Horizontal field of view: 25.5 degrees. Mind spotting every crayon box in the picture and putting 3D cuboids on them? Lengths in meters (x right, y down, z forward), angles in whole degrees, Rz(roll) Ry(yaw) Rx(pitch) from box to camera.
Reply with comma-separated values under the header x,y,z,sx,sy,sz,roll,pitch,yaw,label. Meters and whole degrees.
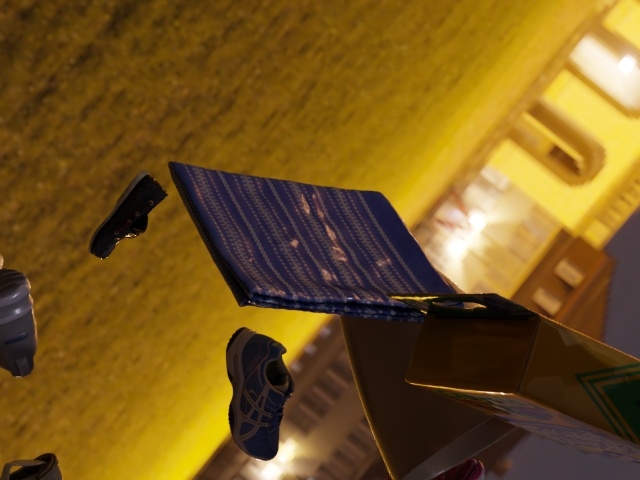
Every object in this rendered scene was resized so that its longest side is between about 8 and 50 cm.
x,y,z,sx,sy,sz,roll,pitch,yaw,label
0.235,0.147,1.437,0.203,0.323,0.083,-4,-116,62,crayon box

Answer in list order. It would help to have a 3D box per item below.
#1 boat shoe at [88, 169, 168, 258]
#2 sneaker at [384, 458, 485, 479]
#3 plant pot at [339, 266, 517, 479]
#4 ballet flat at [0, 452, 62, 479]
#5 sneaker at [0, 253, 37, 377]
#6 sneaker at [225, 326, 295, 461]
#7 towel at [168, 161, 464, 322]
x,y,z,sx,sy,sz,roll,pitch,yaw,label
-0.215,-0.020,1.568,0.133,0.042,0.049,-48,178,33,boat shoe
0.168,0.366,2.046,0.170,0.074,0.063,-14,-148,25,sneaker
0.143,0.158,1.932,0.257,0.274,0.256,-29,163,-9,plant pot
-0.335,0.258,1.452,0.168,0.057,0.052,-17,115,-55,ballet flat
-0.389,0.085,1.595,0.105,0.115,0.281,-16,-165,-20,sneaker
-0.082,0.228,2.015,0.080,0.081,0.211,-40,131,-48,sneaker
0.000,0.000,1.706,0.336,0.243,0.040,7,128,-38,towel
